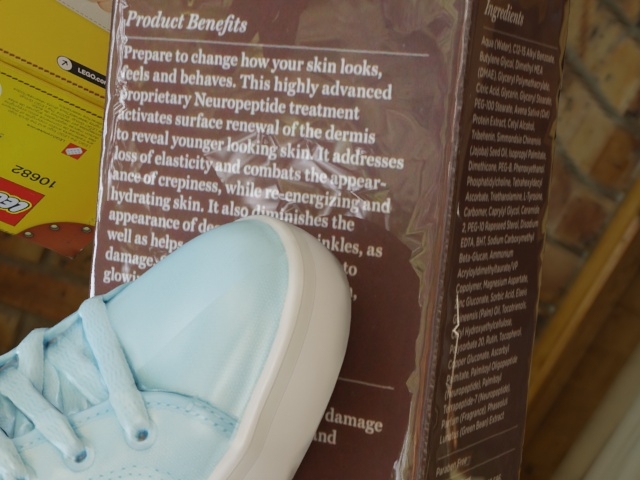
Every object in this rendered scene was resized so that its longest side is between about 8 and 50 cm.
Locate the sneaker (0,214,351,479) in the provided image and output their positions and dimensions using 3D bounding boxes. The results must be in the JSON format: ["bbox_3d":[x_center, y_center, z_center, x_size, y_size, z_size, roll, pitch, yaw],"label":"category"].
[{"bbox_3d":[-0.150,0.108,0.542,0.150,0.366,0.135,46,-179,-43],"label":"sneaker"}]

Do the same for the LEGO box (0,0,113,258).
[{"bbox_3d":[-0.351,-0.259,1.095,0.500,0.193,0.373,24,-134,-30],"label":"LEGO box"}]

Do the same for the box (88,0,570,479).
[{"bbox_3d":[0.000,0.000,0.670,0.191,0.382,0.143,9,-173,28],"label":"box"}]
